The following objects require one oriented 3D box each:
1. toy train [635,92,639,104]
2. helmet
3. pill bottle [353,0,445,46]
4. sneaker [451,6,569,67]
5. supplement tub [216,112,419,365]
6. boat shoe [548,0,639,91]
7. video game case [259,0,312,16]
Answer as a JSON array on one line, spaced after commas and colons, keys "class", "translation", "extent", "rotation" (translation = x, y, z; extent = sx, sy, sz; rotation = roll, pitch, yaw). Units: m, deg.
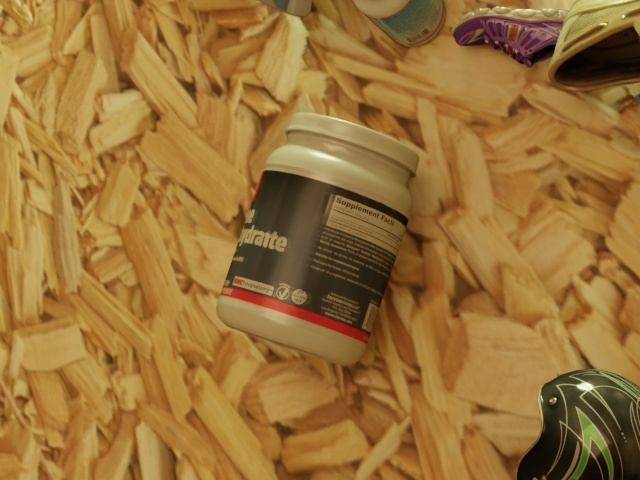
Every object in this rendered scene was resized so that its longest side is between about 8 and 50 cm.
[{"class": "toy train", "translation": [0.456, -0.163, 1.697], "extent": [0.184, 0.080, 0.105], "rotation": [-32, 58, 15]}, {"class": "helmet", "translation": [0.303, 0.226, 1.615], "extent": [0.169, 0.169, 0.161], "rotation": [30, 106, 30]}, {"class": "pill bottle", "translation": [0.091, -0.310, 1.871], "extent": [0.087, 0.160, 0.087], "rotation": [-7, 73, 24]}, {"class": "sneaker", "translation": [0.241, -0.249, 1.835], "extent": [0.170, 0.068, 0.071], "rotation": [4, 84, 27]}, {"class": "supplement tub", "translation": [0.000, 0.000, 1.811], "extent": [0.191, 0.191, 0.272], "rotation": [15, 83, 29]}, {"class": "boat shoe", "translation": [0.403, -0.226, 1.646], "extent": [0.341, 0.121, 0.110], "rotation": [-10, 42, 51]}, {"class": "video game case", "translation": [-0.073, -0.491, 1.960], "extent": [0.300, 0.036, 0.329], "rotation": [33, 115, 48]}]
